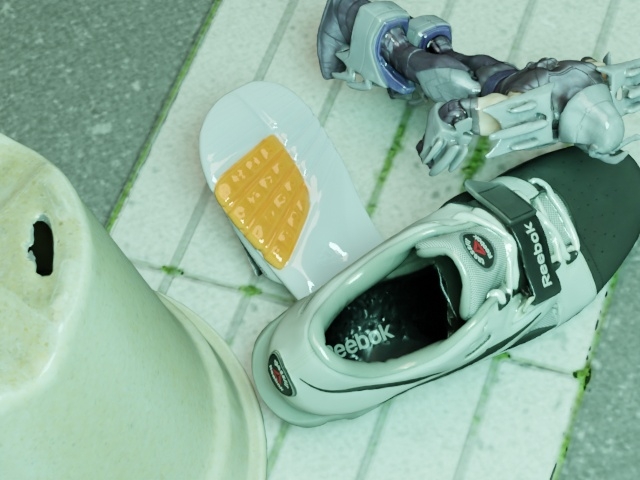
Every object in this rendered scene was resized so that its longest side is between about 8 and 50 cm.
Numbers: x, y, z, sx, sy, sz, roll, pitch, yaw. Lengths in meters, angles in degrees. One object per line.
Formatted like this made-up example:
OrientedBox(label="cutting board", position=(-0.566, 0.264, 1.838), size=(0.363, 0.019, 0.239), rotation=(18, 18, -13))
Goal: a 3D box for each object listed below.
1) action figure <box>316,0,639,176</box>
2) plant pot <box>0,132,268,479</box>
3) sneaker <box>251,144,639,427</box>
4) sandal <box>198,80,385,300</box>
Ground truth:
OrientedBox(label="action figure", position=(0.124, -0.109, 1.143), size=(0.185, 0.099, 0.285), rotation=(-8, 25, -37))
OrientedBox(label="plant pot", position=(-0.220, 0.096, 1.016), size=(0.333, 0.305, 0.334), rotation=(-3, 59, 6))
OrientedBox(label="sneaker", position=(0.114, 0.024, 1.083), size=(0.330, 0.146, 0.122), rotation=(-32, 84, -18))
OrientedBox(label="sandal", position=(-0.009, 0.006, 1.182), size=(0.102, 0.076, 0.265), rotation=(-29, 80, -18))
